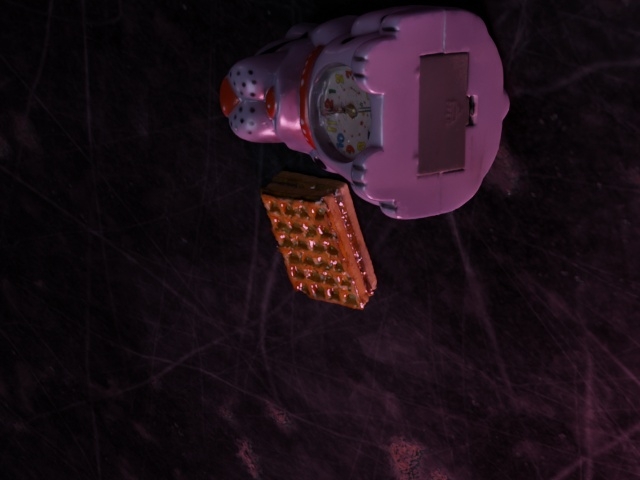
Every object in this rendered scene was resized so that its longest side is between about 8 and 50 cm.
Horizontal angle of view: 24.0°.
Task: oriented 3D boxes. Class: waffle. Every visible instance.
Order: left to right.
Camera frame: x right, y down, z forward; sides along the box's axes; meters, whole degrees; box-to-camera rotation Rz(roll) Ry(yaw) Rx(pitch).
[{"bbox_3d":[0.000,0.000,1.619,0.102,0.042,0.148,10,132,39],"label":"waffle"}]

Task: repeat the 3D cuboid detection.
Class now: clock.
[{"bbox_3d":[0.021,-0.132,1.372,0.254,0.189,0.189,17,136,45],"label":"clock"}]
